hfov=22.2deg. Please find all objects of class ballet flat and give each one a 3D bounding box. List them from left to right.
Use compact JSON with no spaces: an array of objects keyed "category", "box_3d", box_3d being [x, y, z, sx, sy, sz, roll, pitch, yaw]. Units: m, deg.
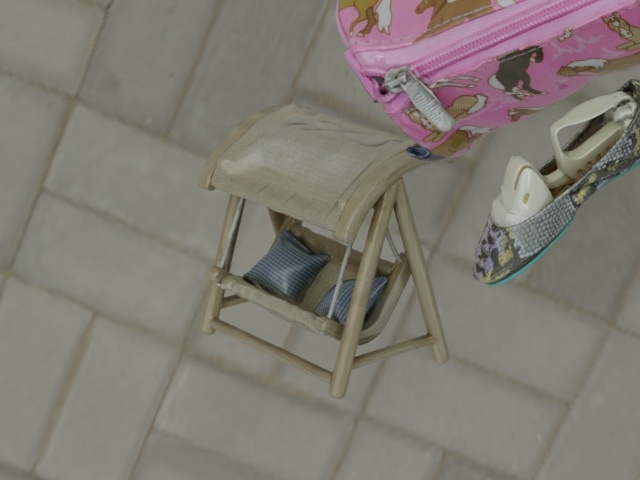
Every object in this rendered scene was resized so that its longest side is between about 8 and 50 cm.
[{"category":"ballet flat","box_3d":[0.103,-0.030,0.706,0.114,0.041,0.041,-40,101,4]}]

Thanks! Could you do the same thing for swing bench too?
[{"category":"swing bench","box_3d":[0.000,0.000,1.772,0.165,0.253,0.254,-15,113,-37]}]

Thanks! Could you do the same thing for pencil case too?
[{"category":"pencil case","box_3d":[0.198,-0.178,1.076,0.386,0.167,0.160,-20,144,35]}]
